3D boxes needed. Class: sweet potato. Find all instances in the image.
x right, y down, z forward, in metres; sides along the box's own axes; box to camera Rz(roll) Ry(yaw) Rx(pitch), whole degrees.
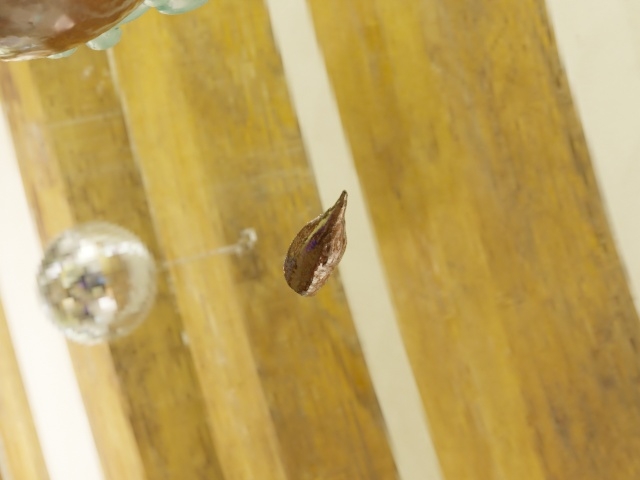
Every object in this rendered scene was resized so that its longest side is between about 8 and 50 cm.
[{"bbox_3d":[0.000,0.000,1.271,0.049,0.049,0.117,52,-50,36],"label":"sweet potato"}]

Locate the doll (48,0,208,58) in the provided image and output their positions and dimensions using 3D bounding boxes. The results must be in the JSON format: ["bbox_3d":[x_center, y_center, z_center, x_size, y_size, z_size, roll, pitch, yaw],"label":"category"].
[{"bbox_3d":[-0.169,-0.172,1.043,0.158,0.159,0.059,-47,117,-73],"label":"doll"}]

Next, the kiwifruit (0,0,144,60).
[{"bbox_3d":[-0.152,-0.197,0.690,0.196,0.196,0.234,53,-44,35],"label":"kiwifruit"}]
